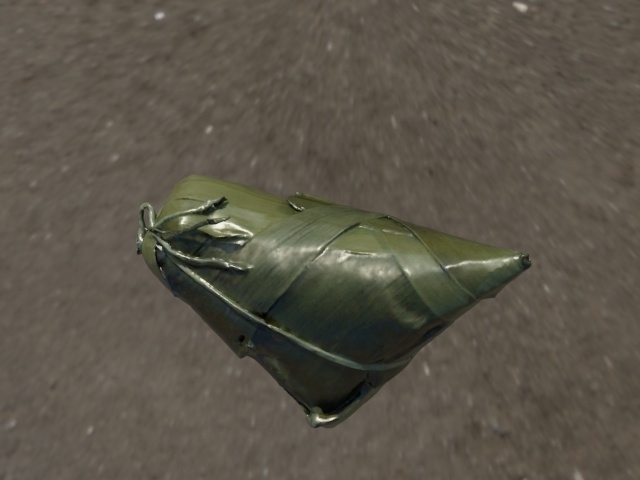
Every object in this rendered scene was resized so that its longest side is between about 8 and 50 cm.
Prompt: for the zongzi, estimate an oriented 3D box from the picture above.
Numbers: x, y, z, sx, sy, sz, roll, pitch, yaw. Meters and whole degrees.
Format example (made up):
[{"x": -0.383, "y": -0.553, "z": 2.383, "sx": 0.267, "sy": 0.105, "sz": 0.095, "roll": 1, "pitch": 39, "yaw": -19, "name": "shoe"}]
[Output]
[{"x": 0.000, "y": 0.000, "z": 0.636, "sx": 0.109, "sy": 0.055, "sz": 0.119, "roll": 40, "pitch": 135, "yaw": -6, "name": "zongzi"}]
